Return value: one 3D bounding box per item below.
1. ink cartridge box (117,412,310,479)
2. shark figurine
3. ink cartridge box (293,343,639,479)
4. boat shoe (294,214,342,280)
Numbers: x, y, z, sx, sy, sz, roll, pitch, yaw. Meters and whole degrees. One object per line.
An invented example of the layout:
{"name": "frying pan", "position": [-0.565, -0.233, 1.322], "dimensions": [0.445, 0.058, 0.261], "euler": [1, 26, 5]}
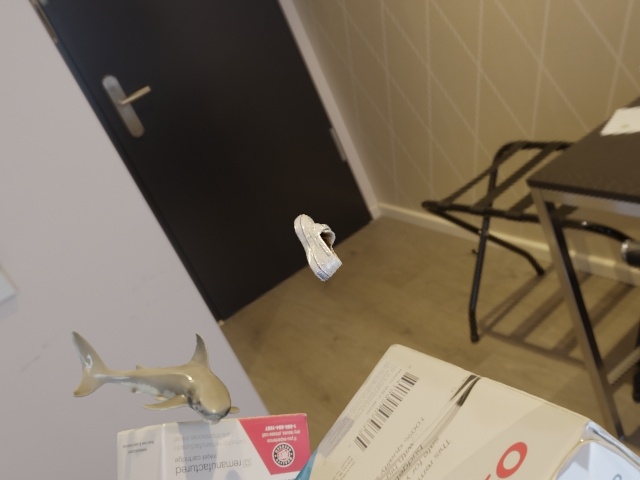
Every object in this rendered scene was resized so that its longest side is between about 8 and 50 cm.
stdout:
{"name": "ink cartridge box", "position": [-0.150, 0.476, 1.046], "dimensions": [0.279, 0.384, 0.160], "euler": [8, -22, -41]}
{"name": "shark figurine", "position": [-0.219, 0.189, 0.997], "dimensions": [0.278, 0.116, 0.166], "euler": [7, -5, 25]}
{"name": "ink cartridge box", "position": [0.094, 0.264, 0.562], "dimensions": [0.285, 0.166, 0.395], "euler": [-53, 7, -8]}
{"name": "boat shoe", "position": [0.000, 0.000, 0.729], "dimensions": [0.035, 0.035, 0.100], "euler": [-39, 36, 13]}
